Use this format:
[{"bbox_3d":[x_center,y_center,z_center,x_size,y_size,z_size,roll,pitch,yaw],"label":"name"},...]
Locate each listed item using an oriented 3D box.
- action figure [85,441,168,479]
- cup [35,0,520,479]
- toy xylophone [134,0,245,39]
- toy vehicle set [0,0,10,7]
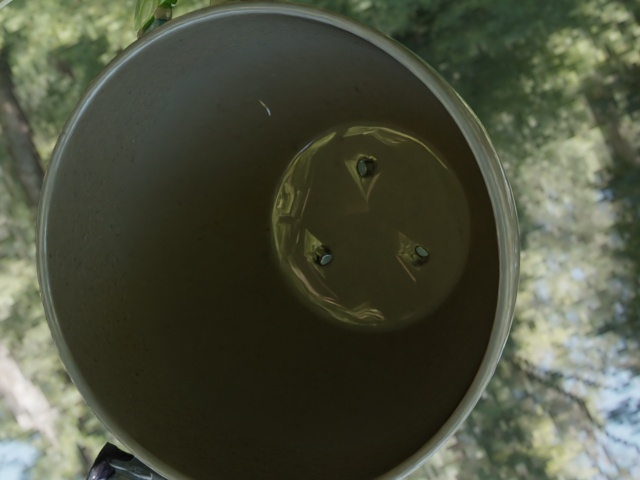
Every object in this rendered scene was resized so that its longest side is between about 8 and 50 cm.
[{"bbox_3d":[-0.084,0.254,1.506,0.099,0.285,0.185,103,10,-84],"label":"action figure"},{"bbox_3d":[0.000,0.000,1.069,0.331,0.331,0.237,-21,179,21],"label":"cup"},{"bbox_3d":[-0.093,-0.249,1.150,0.081,0.323,0.236,8,164,-16],"label":"toy xylophone"},{"bbox_3d":[-0.305,-0.266,1.322,0.267,0.035,0.166,-33,159,10],"label":"toy vehicle set"}]
